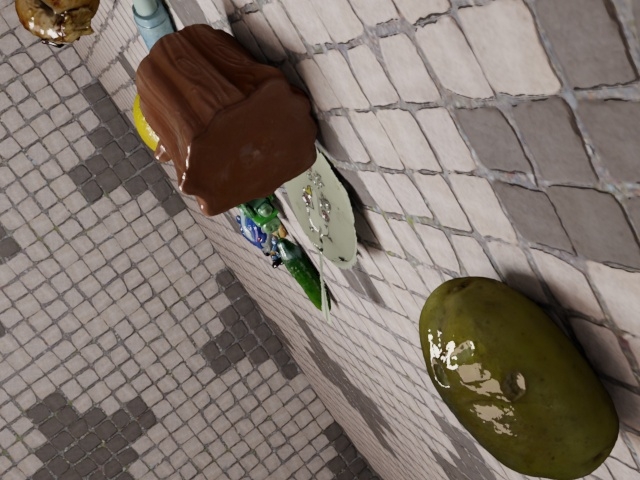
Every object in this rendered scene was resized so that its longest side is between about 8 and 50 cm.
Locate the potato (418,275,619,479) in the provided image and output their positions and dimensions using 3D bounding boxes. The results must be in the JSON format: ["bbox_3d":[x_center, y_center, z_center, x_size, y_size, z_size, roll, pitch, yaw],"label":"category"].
[{"bbox_3d":[0.207,0.149,0.791,0.228,0.149,0.197,54,-178,-17],"label":"potato"}]

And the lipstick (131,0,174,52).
[{"bbox_3d":[-0.314,-0.422,1.318,0.068,0.061,0.274,50,168,25],"label":"lipstick"}]

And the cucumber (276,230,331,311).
[{"bbox_3d":[-0.037,0.078,1.689,0.250,0.056,0.056,56,168,-22],"label":"cucumber"}]

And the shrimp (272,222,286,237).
[{"bbox_3d":[-0.116,-0.044,1.724,0.083,0.023,0.114,61,161,-18],"label":"shrimp"}]

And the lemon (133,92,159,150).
[{"bbox_3d":[-0.269,-0.239,1.406,0.206,0.173,0.173,44,167,4],"label":"lemon"}]

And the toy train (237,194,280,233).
[{"bbox_3d":[-0.172,-0.106,1.637,0.251,0.085,0.119,45,171,40],"label":"toy train"}]

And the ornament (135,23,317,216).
[{"bbox_3d":[-0.140,-0.189,1.049,0.217,0.221,0.235,50,127,34],"label":"ornament"}]

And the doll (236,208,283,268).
[{"bbox_3d":[-0.154,-0.017,1.839,0.096,0.070,0.195,-22,110,46],"label":"doll"}]

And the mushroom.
[{"bbox_3d":[-0.593,-0.576,1.605,0.263,0.195,0.283,-144,37,-76],"label":"mushroom"}]

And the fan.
[{"bbox_3d":[0.001,0.000,1.250,0.233,0.012,0.414,48,154,38],"label":"fan"}]
